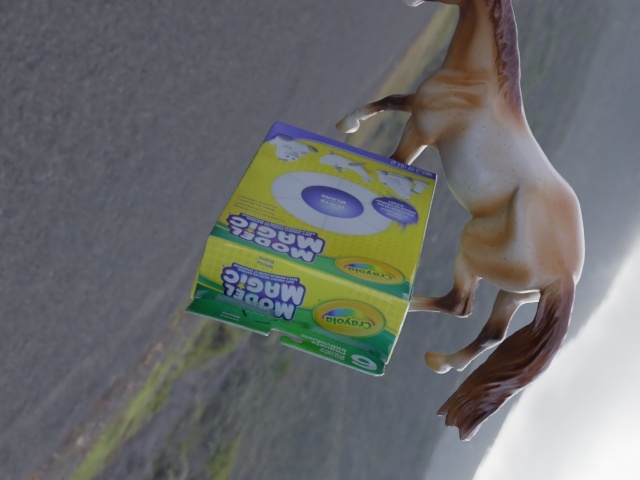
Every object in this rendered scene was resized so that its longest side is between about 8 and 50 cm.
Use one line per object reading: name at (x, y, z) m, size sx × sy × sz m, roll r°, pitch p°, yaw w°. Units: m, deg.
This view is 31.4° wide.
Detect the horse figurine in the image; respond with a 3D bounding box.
horse figurine at (0.085, -0.025, 0.667) m, size 0.066 × 0.263 × 0.174 m, roll -3°, pitch 157°, yaw -42°

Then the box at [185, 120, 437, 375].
box at (0.000, 0.000, 0.600) m, size 0.179 × 0.105 × 0.043 m, roll -70°, pitch 178°, yaw -59°
